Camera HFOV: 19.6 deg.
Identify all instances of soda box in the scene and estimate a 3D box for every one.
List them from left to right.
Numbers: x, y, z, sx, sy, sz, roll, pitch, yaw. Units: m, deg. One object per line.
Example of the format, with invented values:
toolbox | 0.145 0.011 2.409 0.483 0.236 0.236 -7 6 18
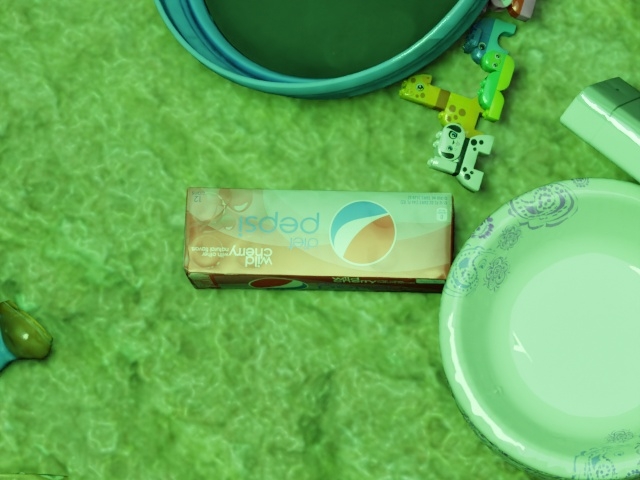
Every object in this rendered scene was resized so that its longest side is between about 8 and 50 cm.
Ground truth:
soda box | 0.000 0.000 1.823 0.263 0.083 0.092 1 79 5

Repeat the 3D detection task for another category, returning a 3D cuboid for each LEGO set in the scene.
LEGO set | 0.136 -0.164 1.839 0.093 0.087 0.227 18 80 -7

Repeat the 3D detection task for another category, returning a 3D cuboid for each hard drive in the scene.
hard drive | 0.390 -0.026 1.711 0.353 0.233 0.047 39 106 9

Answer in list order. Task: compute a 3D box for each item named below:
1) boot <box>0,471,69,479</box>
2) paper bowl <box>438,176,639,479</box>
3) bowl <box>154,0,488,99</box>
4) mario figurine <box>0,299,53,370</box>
boot | -0.255 0.353 1.740 0.236 0.089 0.269 4 80 -18
paper bowl | 0.254 0.092 1.748 0.284 0.148 0.284 -1 79 5
bowl | 0.013 -0.323 1.841 0.391 0.077 0.391 -6 73 21
mario figurine | -0.395 0.185 1.779 0.198 0.170 0.320 36 82 9
